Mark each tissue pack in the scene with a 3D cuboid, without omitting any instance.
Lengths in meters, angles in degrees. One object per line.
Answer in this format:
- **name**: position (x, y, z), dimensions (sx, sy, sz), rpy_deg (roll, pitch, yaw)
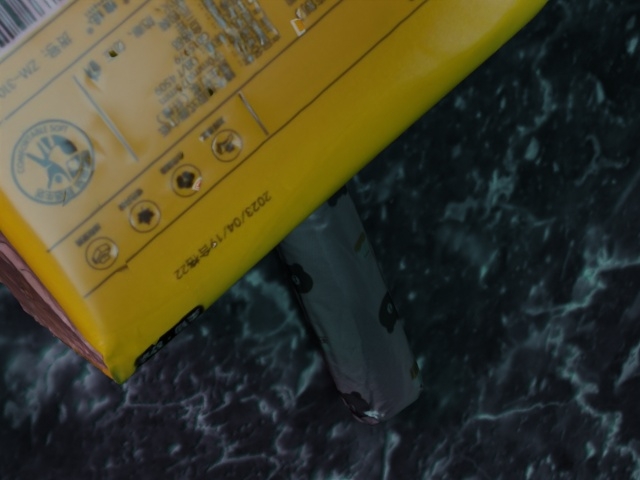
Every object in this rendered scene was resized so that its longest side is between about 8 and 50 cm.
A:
- **tissue pack**: position (-0.093, -0.152, 1.033), dimensions (0.382, 0.228, 0.293), rpy_deg (-41, 114, -12)

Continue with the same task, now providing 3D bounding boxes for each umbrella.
- **umbrella**: position (0.000, 0.000, 1.281), dimensions (0.073, 0.067, 0.337), rpy_deg (-37, 124, -23)
